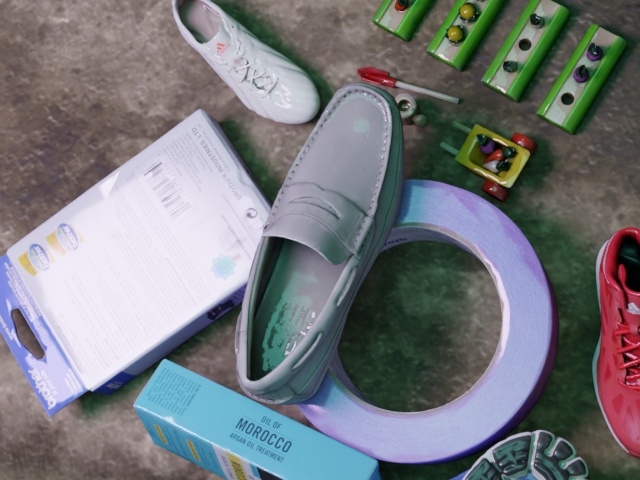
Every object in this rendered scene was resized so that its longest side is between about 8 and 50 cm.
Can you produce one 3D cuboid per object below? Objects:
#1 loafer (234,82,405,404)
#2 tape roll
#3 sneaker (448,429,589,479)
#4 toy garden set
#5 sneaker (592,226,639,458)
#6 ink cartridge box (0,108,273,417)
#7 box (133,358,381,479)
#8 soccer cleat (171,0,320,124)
[{"bbox_3d":[0.000,0.000,1.407,0.112,0.111,0.319,15,84,16],"label":"loafer"},{"bbox_3d":[0.093,0.082,1.476,0.275,0.090,0.274,-2,79,13],"label":"tape roll"},{"bbox_3d":[0.110,0.305,1.399,0.330,0.147,0.129,-35,77,0],"label":"sneaker"},{"bbox_3d":[0.153,-0.176,1.527,0.244,0.049,0.203,31,89,17],"label":"toy garden set"},{"bbox_3d":[0.290,0.093,1.405,0.087,0.128,0.221,-11,78,12],"label":"sneaker"},{"bbox_3d":[-0.193,0.027,1.569,0.311,0.065,0.186,-35,74,3],"label":"ink cartridge box"},{"bbox_3d":[-0.059,0.208,1.471,0.244,0.100,0.060,23,65,20],"label":"box"},{"bbox_3d":[-0.084,-0.190,1.573,0.196,0.076,0.068,41,91,16],"label":"soccer cleat"}]
